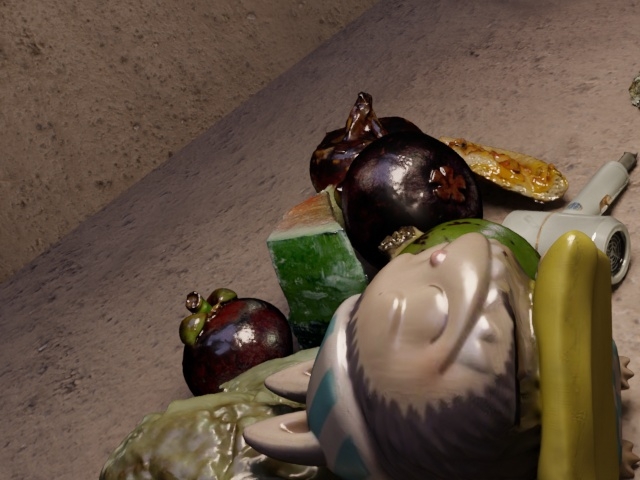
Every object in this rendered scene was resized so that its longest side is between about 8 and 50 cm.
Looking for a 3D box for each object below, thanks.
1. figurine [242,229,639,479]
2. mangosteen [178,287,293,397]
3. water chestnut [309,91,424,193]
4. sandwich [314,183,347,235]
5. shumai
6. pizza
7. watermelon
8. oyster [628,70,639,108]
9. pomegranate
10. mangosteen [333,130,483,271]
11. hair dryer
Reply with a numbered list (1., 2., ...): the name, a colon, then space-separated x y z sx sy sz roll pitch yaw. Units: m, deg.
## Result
1. figurine: 0.117 0.139 0.647 0.378 0.361 0.266 -1 66 32
2. mangosteen: -0.156 0.195 1.065 0.216 0.216 0.216 -25 29 15
3. water chestnut: 0.107 -0.184 1.338 0.300 0.300 0.300 -25 29 15
4. sandwich: 0.000 0.000 1.290 0.096 0.258 0.094 41 58 18
5. shumai: -0.103 0.259 0.806 0.330 0.292 0.288 6 46 -4
6. pizza: 0.332 -0.153 1.193 0.182 0.073 0.365 6 17 -23
7. watermelon: 0.000 0.078 1.081 0.151 0.264 0.302 -20 22 -1
8. oyster: 0.677 -0.319 1.194 0.125 0.064 0.177 -16 34 20
9. pomegranate: 0.186 0.080 0.844 0.254 0.254 0.270 -42 73 -16
10. mangosteen: 0.147 -0.050 1.110 0.275 0.275 0.302 -53 12 -32
11. hair dryer: 0.456 -0.063 0.991 0.357 0.107 0.173 -42 31 -29
